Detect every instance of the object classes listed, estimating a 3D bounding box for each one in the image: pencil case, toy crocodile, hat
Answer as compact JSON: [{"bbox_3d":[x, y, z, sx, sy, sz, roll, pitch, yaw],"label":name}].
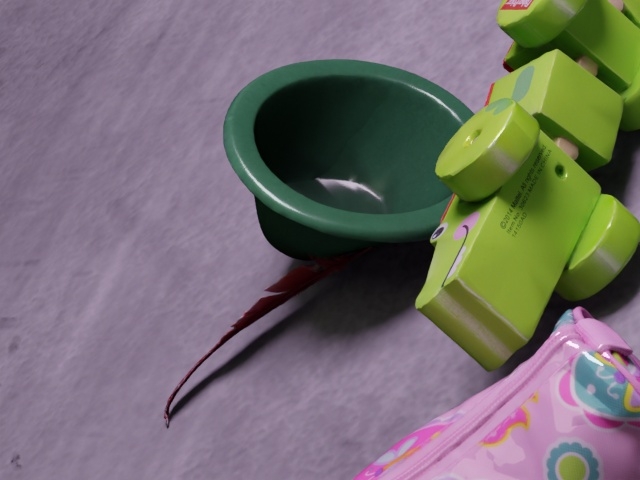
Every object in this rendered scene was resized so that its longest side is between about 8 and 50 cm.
[{"bbox_3d":[0.060,0.158,1.032,0.284,0.124,0.124,-36,35,5],"label":"pencil case"},{"bbox_3d":[0.137,-0.065,1.209,0.105,0.115,0.340,-28,30,50],"label":"toy crocodile"},{"bbox_3d":[0.000,0.000,1.341,0.208,0.183,0.173,1,44,-13],"label":"hat"}]
